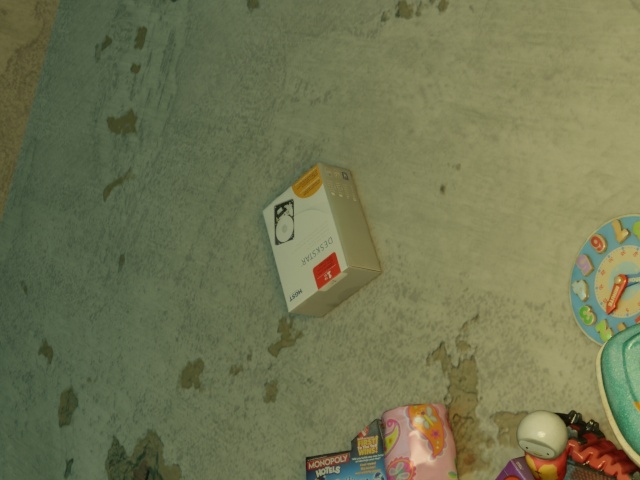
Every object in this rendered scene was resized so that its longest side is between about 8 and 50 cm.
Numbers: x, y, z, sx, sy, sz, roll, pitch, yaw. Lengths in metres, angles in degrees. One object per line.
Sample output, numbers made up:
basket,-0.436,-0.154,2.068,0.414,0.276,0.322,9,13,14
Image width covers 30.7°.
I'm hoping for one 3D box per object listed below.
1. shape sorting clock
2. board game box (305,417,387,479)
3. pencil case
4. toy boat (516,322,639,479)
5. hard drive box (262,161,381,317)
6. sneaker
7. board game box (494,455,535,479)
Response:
shape sorting clock,0.452,0.061,1.732,0.206,0.040,0.206,-14,70,45
board game box,0.072,0.414,2.020,0.194,0.060,0.194,-13,65,27
pencil case,0.173,0.408,1.899,0.124,0.124,0.284,-28,62,41
toy boat,0.417,0.234,1.555,0.318,0.148,0.267,-22,50,-1
hard drive box,0.000,0.000,2.208,0.181,0.089,0.232,-40,54,35
sneaker,0.416,0.357,1.660,0.276,0.097,0.135,30,112,42
board game box,0.330,0.505,1.650,0.347,0.056,0.208,54,126,35
